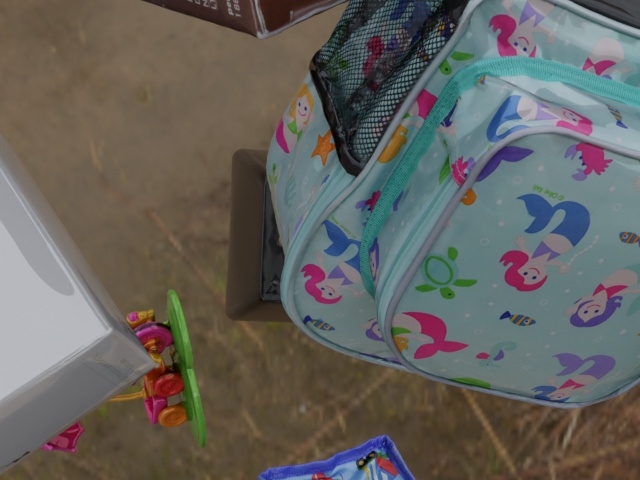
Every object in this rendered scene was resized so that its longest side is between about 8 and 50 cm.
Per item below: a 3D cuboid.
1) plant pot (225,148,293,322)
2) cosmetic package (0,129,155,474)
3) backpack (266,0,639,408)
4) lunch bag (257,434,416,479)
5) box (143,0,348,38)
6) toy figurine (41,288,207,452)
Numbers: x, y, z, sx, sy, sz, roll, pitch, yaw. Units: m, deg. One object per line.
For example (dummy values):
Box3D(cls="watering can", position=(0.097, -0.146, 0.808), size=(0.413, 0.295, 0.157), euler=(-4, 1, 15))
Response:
Box3D(cls="plant pot", position=(0.000, 0.000, 1.778), size=(0.188, 0.167, 0.187), euler=(3, 91, -5))
Box3D(cls="cosmetic package", position=(-0.285, -0.029, 1.187), size=(0.155, 0.197, 0.365), euler=(-35, 80, -4))
Box3D(cls="backpack", position=(0.097, -0.028, 0.848), size=(0.225, 0.253, 0.191), euler=(15, 48, -27))
Box3D(cls="lunch bag", position=(0.064, 0.338, 1.356), size=(0.138, 0.221, 0.293), euler=(-12, 38, -34))
Box3D(cls="box", position=(-0.087, -0.242, 1.014), size=(0.191, 0.143, 0.381), euler=(-27, 33, -30))
Box3D(cls="toy figurine", position=(-0.194, 0.128, 1.513), size=(0.159, 0.173, 0.130), euler=(-13, 52, -11))
